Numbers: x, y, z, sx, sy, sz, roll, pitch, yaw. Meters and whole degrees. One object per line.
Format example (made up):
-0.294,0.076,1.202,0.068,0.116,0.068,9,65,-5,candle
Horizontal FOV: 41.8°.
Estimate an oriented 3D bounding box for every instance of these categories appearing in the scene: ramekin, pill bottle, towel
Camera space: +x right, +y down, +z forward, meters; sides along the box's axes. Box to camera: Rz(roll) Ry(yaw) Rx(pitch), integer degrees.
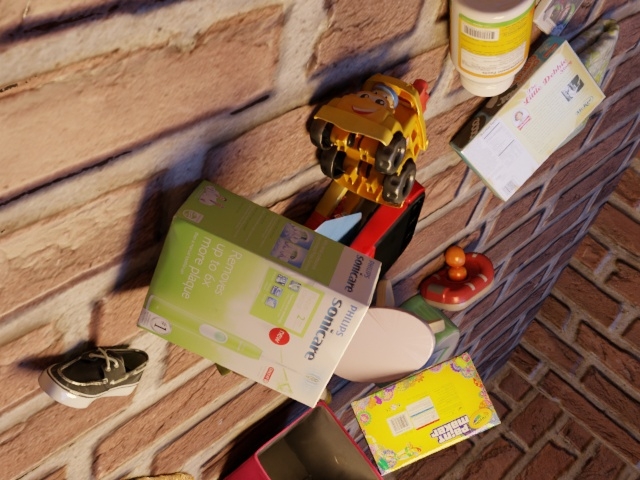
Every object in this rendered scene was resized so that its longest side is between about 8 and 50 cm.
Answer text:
0.258,0.312,2.386,0.303,0.148,0.303,-40,155,-22,ramekin
0.286,-0.353,1.413,0.136,0.136,0.245,-45,157,-12,pill bottle
0.574,-0.329,2.045,0.374,0.090,0.320,-38,156,-26,towel
-0.011,0.388,2.118,0.065,0.065,0.116,-46,157,-8,pill bottle

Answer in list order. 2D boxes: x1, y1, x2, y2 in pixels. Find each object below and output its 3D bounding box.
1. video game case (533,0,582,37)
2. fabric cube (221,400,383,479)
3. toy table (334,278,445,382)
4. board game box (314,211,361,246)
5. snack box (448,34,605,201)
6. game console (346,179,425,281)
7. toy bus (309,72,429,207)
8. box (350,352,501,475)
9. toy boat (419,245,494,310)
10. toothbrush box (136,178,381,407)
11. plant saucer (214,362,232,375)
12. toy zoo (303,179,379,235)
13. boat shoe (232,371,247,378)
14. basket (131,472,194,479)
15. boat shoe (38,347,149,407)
0.516,-0.516,1.730,0.190,0.022,0.173,-57,157,16,video game case
-0.056,0.599,2.051,0.259,0.254,0.258,-29,167,-42,fabric cube
0.148,0.227,1.974,0.161,0.274,0.252,-20,111,-67,toy table
0.000,0.000,1.475,0.169,0.033,0.133,-15,142,-52,board game box
0.450,-0.262,1.816,0.322,0.060,0.187,-47,123,3,snack box
0.077,0.053,1.669,0.342,0.060,0.386,-48,168,-12,game console
0.103,-0.190,1.348,0.211,0.149,0.220,-58,157,-15,toy bus
0.237,0.411,1.973,0.290,0.177,0.279,-23,166,-2,box
0.377,0.085,2.304,0.231,0.151,0.151,-29,121,-40,toy boat
-0.088,0.076,1.182,0.122,0.283,0.206,-68,-176,-58,toothbrush box
-0.118,0.112,1.400,0.241,0.037,0.241,-53,-168,17,plant saucer
0.028,-0.025,1.574,0.293,0.030,0.192,-57,157,6,toy zoo
-0.085,0.162,1.546,0.257,0.095,0.095,-47,160,-66,boat shoe
-0.332,0.633,1.718,0.223,0.213,0.299,-50,158,2,basket
-0.326,0.188,1.224,0.070,0.078,0.219,-52,165,8,boat shoe
